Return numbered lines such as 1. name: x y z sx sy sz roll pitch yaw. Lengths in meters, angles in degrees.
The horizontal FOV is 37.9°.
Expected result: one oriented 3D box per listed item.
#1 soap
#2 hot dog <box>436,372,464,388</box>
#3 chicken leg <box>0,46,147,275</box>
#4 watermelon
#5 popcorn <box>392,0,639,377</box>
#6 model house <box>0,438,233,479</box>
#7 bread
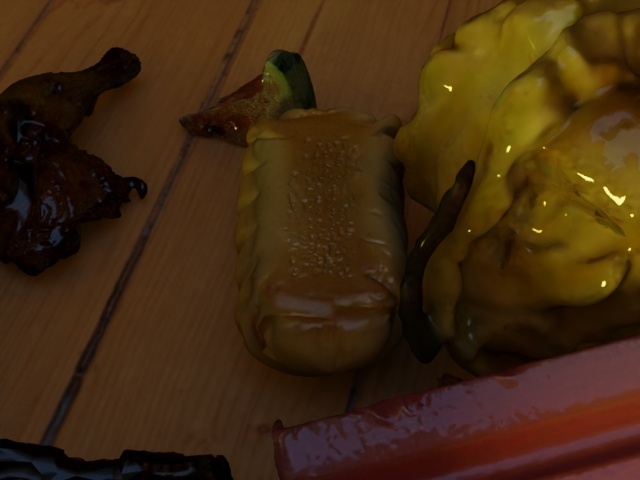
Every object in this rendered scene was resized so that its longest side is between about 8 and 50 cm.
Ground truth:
1. soap: 0.163 0.208 0.688 0.359 0.128 0.233 -15 70 3
2. hot dog: 0.166 0.215 0.798 0.102 0.076 0.249 -25 59 -18
3. chicken leg: -0.279 -0.102 1.010 0.177 0.083 0.323 1 53 -16
4. watermelon: -0.065 -0.147 1.083 0.158 0.121 0.098 -28 26 28
5. popcorn: 0.204 -0.040 0.842 0.349 0.349 0.381 39 64 23
6. model house: -0.174 0.279 0.645 0.317 0.297 0.282 -1 14 -9
7. bread: 0.000 0.000 0.921 0.172 0.121 0.311 2 52 0
